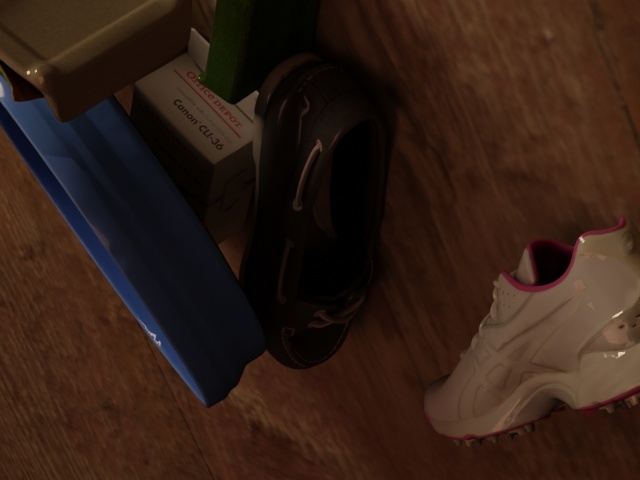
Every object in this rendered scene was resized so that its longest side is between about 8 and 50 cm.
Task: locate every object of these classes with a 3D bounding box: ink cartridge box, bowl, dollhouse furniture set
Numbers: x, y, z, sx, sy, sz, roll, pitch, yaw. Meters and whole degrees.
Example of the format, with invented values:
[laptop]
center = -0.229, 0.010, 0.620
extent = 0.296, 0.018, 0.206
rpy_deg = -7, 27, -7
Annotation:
[ink cartridge box]
center = -0.117, -0.087, 1.668
extent = 0.115, 0.067, 0.198
rpy_deg = 45, 149, 18
[bowl]
center = -0.176, -0.036, 1.544
extent = 0.391, 0.077, 0.391
rpy_deg = 53, 172, 11
[dollhouse furniture set]
center = -0.167, -0.183, 1.408
extent = 0.197, 0.301, 0.151
rpy_deg = 39, 144, 21

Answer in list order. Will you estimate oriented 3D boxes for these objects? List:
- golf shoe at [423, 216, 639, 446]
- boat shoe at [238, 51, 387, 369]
[golf shoe]
center = 0.172, 0.071, 1.398
extent = 0.306, 0.115, 0.140
rpy_deg = -26, 87, 53
[boat shoe]
center = 0.000, 0.000, 1.549
extent = 0.095, 0.112, 0.335
rpy_deg = 37, 143, 36
